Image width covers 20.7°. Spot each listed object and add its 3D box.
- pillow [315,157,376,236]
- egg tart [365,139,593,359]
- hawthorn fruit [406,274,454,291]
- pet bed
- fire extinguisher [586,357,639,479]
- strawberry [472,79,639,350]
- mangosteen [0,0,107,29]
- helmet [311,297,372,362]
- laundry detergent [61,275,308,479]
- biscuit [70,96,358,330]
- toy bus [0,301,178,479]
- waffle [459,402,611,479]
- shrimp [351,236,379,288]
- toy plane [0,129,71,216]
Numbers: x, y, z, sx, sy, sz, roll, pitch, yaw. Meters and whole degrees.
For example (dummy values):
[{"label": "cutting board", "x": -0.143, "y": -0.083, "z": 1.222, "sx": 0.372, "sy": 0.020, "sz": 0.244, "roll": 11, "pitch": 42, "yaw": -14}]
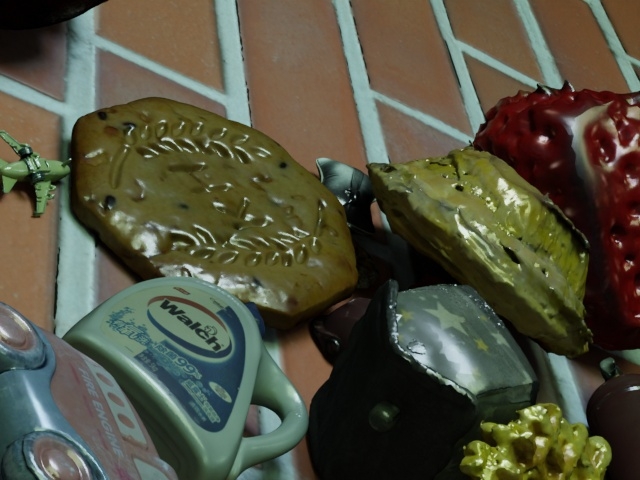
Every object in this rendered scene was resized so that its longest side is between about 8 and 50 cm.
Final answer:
[{"label": "pillow", "x": 0.029, "y": -0.053, "z": 2.141, "sx": 0.091, "sy": 0.055, "sz": 0.135, "roll": 2, "pitch": 26, "yaw": 4}, {"label": "egg tart", "x": 0.202, "y": -0.003, "z": 2.051, "sx": 0.352, "sy": 0.150, "sz": 0.352, "roll": 41, "pitch": 1, "yaw": -1}, {"label": "hawthorn fruit", "x": 0.140, "y": 0.089, "z": 2.023, "sx": 0.093, "sy": 0.081, "sz": 0.081, "roll": 47, "pitch": 23, "yaw": -20}, {"label": "pet bed", "x": 0.084, "y": 0.164, "z": 1.695, "sx": 0.159, "sy": 0.211, "sz": 0.183, "roll": -3, "pitch": 47, "yaw": -37}, {"label": "fire extinguisher", "x": 0.380, "y": 0.249, "z": 2.032, "sx": 0.138, "sy": 0.102, "sz": 0.344, "roll": 57, "pitch": 10, "yaw": -38}, {"label": "strawberry", "x": 0.352, "y": -0.018, "z": 2.277, "sx": 0.317, "sy": 0.295, "sz": 0.345, "roll": 23, "pitch": 59, "yaw": -57}, {"label": "mangosteen", "x": -0.341, "y": -0.378, "z": 2.010, "sx": 0.307, "sy": 0.307, "sz": 0.347, "roll": 45, "pitch": -1, "yaw": 17}, {"label": "helmet", "x": 0.055, "y": 0.103, "z": 1.906, "sx": 0.123, "sy": 0.070, "sz": 0.098, "roll": 45, "pitch": 29, "yaw": 16}, {"label": "laundry detergent", "x": -0.112, "y": 0.128, "z": 1.642, "sx": 0.215, "sy": 0.105, "sz": 0.280, "roll": 42, "pitch": 26, "yaw": 12}, {"label": "biscuit", "x": -0.114, "y": -0.038, "z": 1.928, "sx": 0.359, "sy": 0.046, "sz": 0.359, "roll": 21, "pitch": 35, "yaw": -15}, {"label": "toy bus", "x": -0.212, "y": 0.199, "z": 1.337, "sx": 0.232, "sy": 0.197, "sz": 0.294, "roll": 23, "pitch": 26, "yaw": -45}, {"label": "waffle", "x": 0.215, "y": 0.306, "z": 1.616, "sx": 0.307, "sy": 0.060, "sz": 0.311, "roll": 5, "pitch": 75, "yaw": -56}, {"label": "shrimp", "x": 0.000, "y": 0.000, "z": 2.044, "sx": 0.161, "sy": 0.034, "sz": 0.091, "roll": 38, "pitch": 28, "yaw": 3}, {"label": "toy plane", "x": -0.297, "y": -0.072, "z": 1.814, "sx": 0.111, "sy": 0.040, "sz": 0.102, "roll": -8, "pitch": 69, "yaw": -51}]
